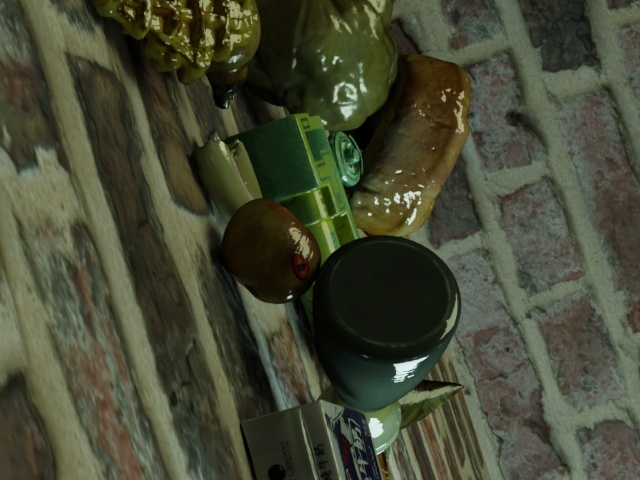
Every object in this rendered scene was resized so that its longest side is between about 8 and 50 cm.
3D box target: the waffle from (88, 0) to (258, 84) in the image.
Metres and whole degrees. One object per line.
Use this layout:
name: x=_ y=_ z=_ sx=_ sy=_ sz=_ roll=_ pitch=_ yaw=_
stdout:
waffle: x=-0.157 y=-0.314 z=1.409 sx=0.291 sy=0.051 sz=0.291 roll=10 pitch=77 yaw=-49

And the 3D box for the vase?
vase: x=0.065 y=0.147 z=1.592 sx=0.321 sy=0.173 sz=0.173 roll=98 pitch=-17 yaw=-56

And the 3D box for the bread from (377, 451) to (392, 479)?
bread: x=0.079 y=0.346 z=1.864 sx=0.072 sy=0.053 sz=0.106 roll=67 pitch=5 yaw=-46

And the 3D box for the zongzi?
zongzi: x=0.110 y=0.228 z=1.855 sx=0.187 sy=0.184 sz=0.084 roll=43 pitch=28 yaw=-71

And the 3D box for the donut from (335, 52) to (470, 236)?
donut: x=0.129 y=-0.161 z=2.135 sx=0.150 sy=0.299 sz=0.317 roll=24 pitch=63 yaw=-22

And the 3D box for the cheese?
cheese: x=-0.094 y=-0.035 z=1.599 sx=0.127 sy=0.049 sz=0.235 roll=-86 pitch=155 yaw=-68

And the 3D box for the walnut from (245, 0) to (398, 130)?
walnut: x=-0.005 y=-0.324 z=2.006 sx=0.253 sy=0.282 sz=0.277 roll=-54 pitch=150 yaw=-22

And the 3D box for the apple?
apple: x=-0.061 y=0.014 z=1.515 sx=0.126 sy=0.102 sz=0.126 roll=42 pitch=-5 yaw=5

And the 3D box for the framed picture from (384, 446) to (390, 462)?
framed picture: x=0.064 y=0.229 z=2.104 sx=0.216 sy=0.016 sz=0.273 roll=-74 pitch=145 yaw=-74

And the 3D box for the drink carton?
drink carton: x=-0.001 y=0.262 z=1.441 sx=0.222 sy=0.101 sz=0.134 roll=38 pitch=37 yaw=-70

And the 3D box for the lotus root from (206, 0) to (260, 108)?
lotus root: x=-0.138 y=-0.267 z=1.544 sx=0.118 sy=0.125 sz=0.221 roll=-43 pitch=115 yaw=-36

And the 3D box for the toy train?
toy train: x=0.000 y=0.000 z=1.821 sx=0.237 sy=0.150 sz=0.369 roll=-26 pitch=98 yaw=-72
